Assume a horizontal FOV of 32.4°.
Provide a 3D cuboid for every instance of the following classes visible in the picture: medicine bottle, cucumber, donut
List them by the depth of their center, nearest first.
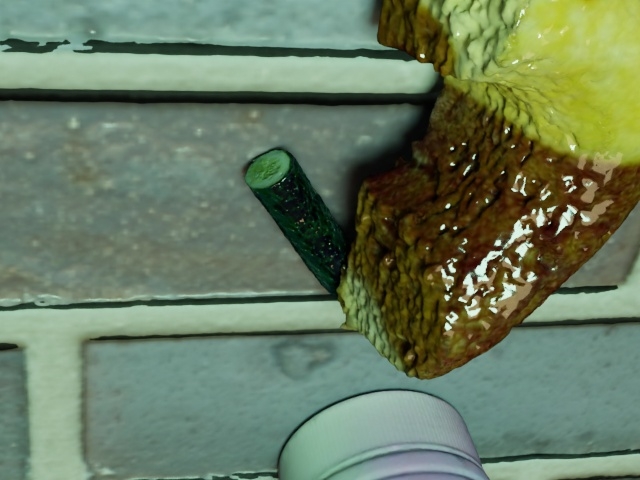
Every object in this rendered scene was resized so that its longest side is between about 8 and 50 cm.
[{"bbox_3d":[0.107,-0.050,0.563,0.151,0.112,0.295,-4,127,-18],"label":"donut"},{"bbox_3d":[0.000,0.000,0.646,0.032,0.032,0.133,-27,133,10],"label":"cucumber"},{"bbox_3d":[0.063,0.239,0.724,0.152,0.254,0.152,-8,133,-8],"label":"medicine bottle"}]
